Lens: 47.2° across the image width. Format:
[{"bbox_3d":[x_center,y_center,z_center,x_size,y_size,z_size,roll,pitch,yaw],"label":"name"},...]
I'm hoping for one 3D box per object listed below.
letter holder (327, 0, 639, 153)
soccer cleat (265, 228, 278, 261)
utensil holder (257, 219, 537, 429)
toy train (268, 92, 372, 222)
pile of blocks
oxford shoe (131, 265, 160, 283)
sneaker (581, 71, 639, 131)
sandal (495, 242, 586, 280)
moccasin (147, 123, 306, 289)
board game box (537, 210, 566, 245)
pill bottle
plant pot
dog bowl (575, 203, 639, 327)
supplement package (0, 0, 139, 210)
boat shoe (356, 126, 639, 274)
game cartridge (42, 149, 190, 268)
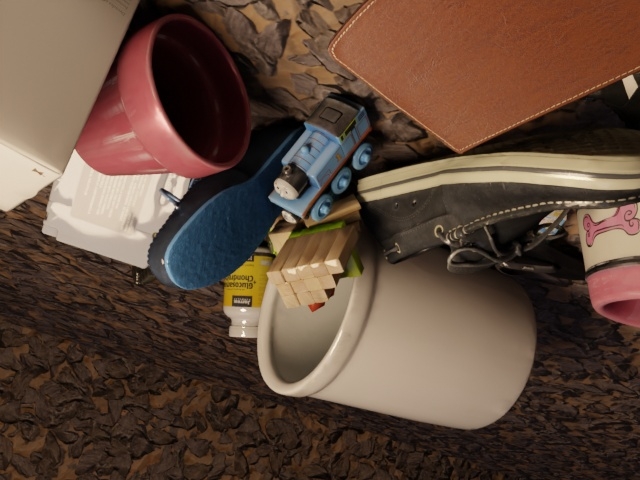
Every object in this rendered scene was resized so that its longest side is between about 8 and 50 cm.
[{"bbox_3d":[0.174,-0.240,0.681,0.214,0.152,0.302,29,151,-25],"label":"letter holder"},{"bbox_3d":[-0.028,0.029,1.454,0.121,0.093,0.289,-22,143,4],"label":"soccer cleat"},{"bbox_3d":[0.131,0.147,1.286,0.386,0.327,0.328,20,155,-27],"label":"utensil holder"},{"bbox_3d":[0.001,-0.110,1.013,0.080,0.184,0.105,29,163,31],"label":"toy train"},{"bbox_3d":[0.000,0.000,1.104,0.149,0.362,0.112,-22,116,3],"label":"pile of blocks"},{"bbox_3d":[-0.233,0.025,1.260,0.096,0.082,0.227,8,163,-38],"label":"oxford shoe"},{"bbox_3d":[0.347,-0.166,0.841,0.121,0.079,0.217,2,144,32],"label":"sneaker"},{"bbox_3d":[0.354,0.038,1.220,0.255,0.054,0.097,17,170,-28],"label":"sandal"},{"bbox_3d":[-0.133,-0.049,1.026,0.117,0.342,0.137,11,127,28],"label":"moccasin"},{"bbox_3d":[0.304,-0.037,1.180,0.154,0.026,0.103,12,155,3],"label":"board game box"},{"bbox_3d":[-0.147,0.105,1.505,0.103,0.184,0.103,2,175,0],"label":"pill bottle"},{"bbox_3d":[-0.219,-0.166,0.948,0.180,0.201,0.201,-13,145,27],"label":"plant pot"},{"bbox_3d":[0.543,0.039,0.966,0.408,0.150,0.408,11,168,2],"label":"dog bowl"},{"bbox_3d":[-0.353,-0.213,0.840,0.175,0.292,0.178,31,150,-32],"label":"supplement package"},{"bbox_3d":[0.218,-0.043,0.926,0.187,0.155,0.500,-16,-176,-29],"label":"boat shoe"},{"bbox_3d":[-0.285,-0.112,1.096,0.198,0.062,0.297,18,111,-14],"label":"game cartridge"}]
